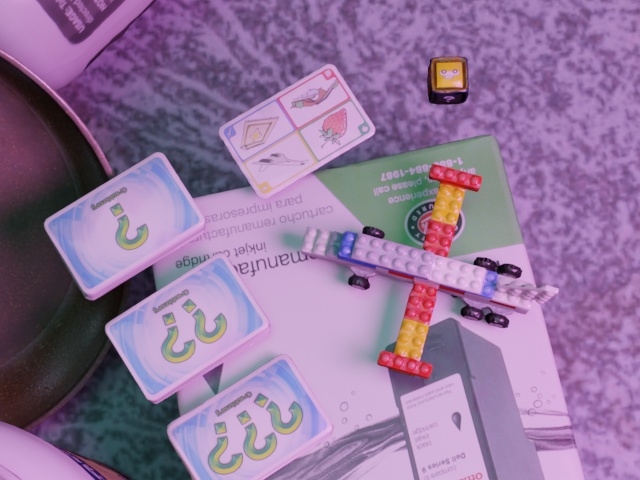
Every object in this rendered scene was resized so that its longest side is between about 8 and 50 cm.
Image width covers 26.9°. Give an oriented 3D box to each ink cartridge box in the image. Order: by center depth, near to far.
[{"bbox_3d":[0.033,0.110,0.766,0.211,0.121,0.289,-13,75,-1],"label":"ink cartridge box"}]

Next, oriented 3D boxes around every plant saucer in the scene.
[{"bbox_3d":[-0.264,-0.001,0.762,0.311,0.310,0.050,-12,32,-1],"label":"plant saucer"}]

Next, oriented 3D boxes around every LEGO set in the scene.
[{"bbox_3d":[0.000,0.000,0.706,0.244,0.060,0.182,-31,79,-7],"label":"LEGO set"}]

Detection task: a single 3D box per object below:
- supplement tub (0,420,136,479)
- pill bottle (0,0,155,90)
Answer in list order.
[{"bbox_3d":[-0.177,0.203,0.651,0.228,0.316,0.228,0,76,2],"label":"supplement tub"},{"bbox_3d":[-0.170,-0.205,0.825,0.176,0.176,0.318,42,81,11],"label":"pill bottle"}]
